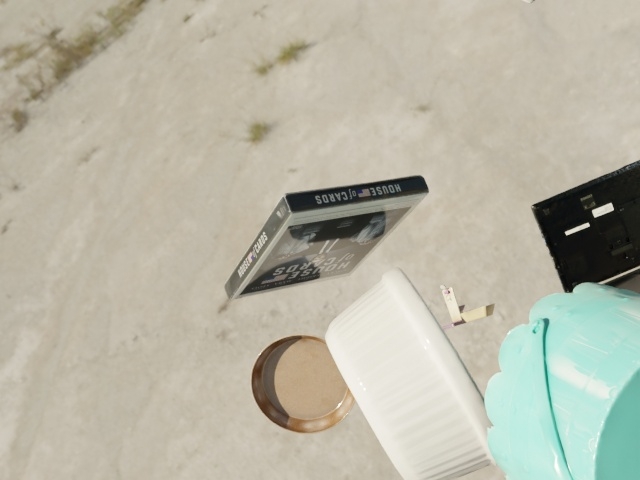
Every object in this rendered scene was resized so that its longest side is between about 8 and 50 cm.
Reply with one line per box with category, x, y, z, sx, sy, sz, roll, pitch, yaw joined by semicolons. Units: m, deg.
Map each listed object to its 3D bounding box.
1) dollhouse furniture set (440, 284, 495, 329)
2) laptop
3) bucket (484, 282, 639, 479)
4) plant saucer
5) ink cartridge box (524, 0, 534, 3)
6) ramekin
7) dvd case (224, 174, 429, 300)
dollhouse furniture set;0.280;0.108;1.641;0.091;0.081;0.114;-10;-10;-41
laptop;0.503;0.018;1.542;0.234;0.264;0.136;-23;2;-3
bucket;0.324;0.188;0.883;0.281;0.281;0.183;-44;15;-7
plant saucer;-0.025;0.221;1.379;0.168;0.168;0.029;-30;10;13
ink cartridge box;0.137;-0.391;1.024;0.117;0.201;0.278;-64;25;18
ramekin;0.110;0.177;1.084;0.127;0.273;0.273;-30;33;0
dvd case;0.000;0.000;1.050;0.239;0.179;0.030;-52;54;56
